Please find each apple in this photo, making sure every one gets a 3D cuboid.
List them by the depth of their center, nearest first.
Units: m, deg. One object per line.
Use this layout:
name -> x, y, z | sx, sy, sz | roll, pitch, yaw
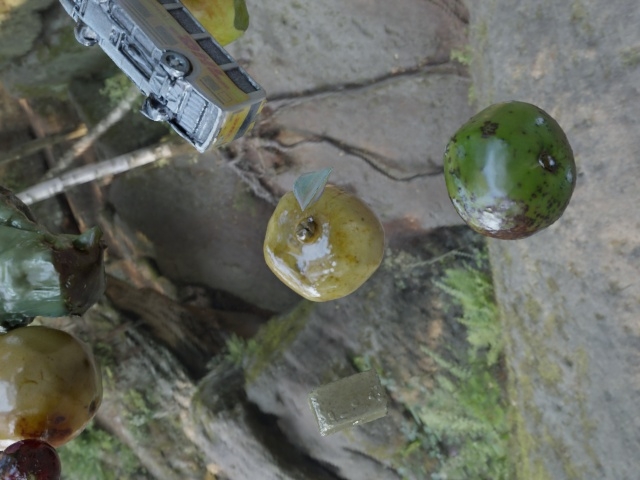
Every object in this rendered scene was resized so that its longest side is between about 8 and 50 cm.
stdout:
apple -> -0.204, -0.431, 1.259 | 0.246, 0.246, 0.226 | 54, -177, 28

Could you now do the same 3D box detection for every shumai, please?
shumai -> -0.665, 0.048, 1.772 | 0.323, 0.324, 0.397 | 4, 142, 18

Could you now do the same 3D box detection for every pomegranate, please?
pomegranate -> 0.278, -0.097, 1.215 | 0.214, 0.214, 0.248 | 65, 155, 3
pomegranate -> -0.658, 0.327, 1.739 | 0.319, 0.319, 0.319 | 48, 151, 37
pomegranate -> 0.000, 0.000, 2.052 | 0.342, 0.342, 0.342 | 48, 151, 37

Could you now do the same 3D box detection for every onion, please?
onion -> -0.585, 0.463, 1.543 | 0.131, 0.131, 0.131 | 48, 151, 37

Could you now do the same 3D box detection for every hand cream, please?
hand cream -> -0.014, -0.079, 1.172 | 0.047, 0.076, 0.174 | 34, 180, -7

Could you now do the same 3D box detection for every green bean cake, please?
green bean cake -> 0.068, 0.389, 1.848 | 0.085, 0.179, 0.109 | 101, 152, -61

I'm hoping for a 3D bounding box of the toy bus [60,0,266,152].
toy bus -> -0.227, -0.277, 1.071 | 0.342, 0.138, 0.097 | 48, 136, 13
